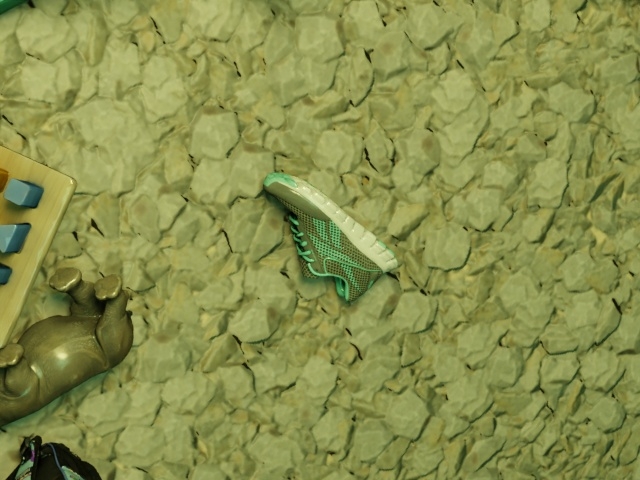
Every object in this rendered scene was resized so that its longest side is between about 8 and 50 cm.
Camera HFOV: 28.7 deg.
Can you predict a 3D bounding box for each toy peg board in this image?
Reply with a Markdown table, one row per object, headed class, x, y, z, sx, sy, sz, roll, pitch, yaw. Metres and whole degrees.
| class | x | y | z | sx | sy | sz | roll | pitch | yaw |
| --- | --- | --- | --- | --- | --- | --- | --- | --- | --- |
| toy peg board | -0.316 | -0.011 | 1.047 | 0.161 | 0.079 | 0.161 | 24 | 92 | 7 |

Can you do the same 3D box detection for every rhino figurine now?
| class | x | y | z | sx | sy | sz | roll | pitch | yaw |
| --- | --- | --- | --- | --- | --- | --- | --- | --- | --- |
| rhino figurine | -0.273 | 0.119 | 1.127 | 0.243 | 0.073 | 0.106 | -33 | 142 | -11 |

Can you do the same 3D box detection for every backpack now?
| class | x | y | z | sx | sy | sz | roll | pitch | yaw |
| --- | --- | --- | --- | --- | --- | --- | --- | --- | --- |
| backpack | -0.249 | 0.279 | 1.123 | 0.117 | 0.173 | 0.158 | 43 | 83 | -24 |

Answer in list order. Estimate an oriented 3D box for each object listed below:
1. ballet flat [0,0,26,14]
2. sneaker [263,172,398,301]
| class | x | y | z | sx | sy | sz | roll | pitch | yaw |
| --- | --- | --- | --- | --- | --- | --- | --- | --- | --- |
| ballet flat | -0.234 | -0.240 | 1.046 | 0.221 | 0.077 | 0.079 | -18 | 93 | 8 |
| sneaker | 0.000 | 0.000 | 1.226 | 0.166 | 0.065 | 0.076 | 40 | 89 | -23 |
